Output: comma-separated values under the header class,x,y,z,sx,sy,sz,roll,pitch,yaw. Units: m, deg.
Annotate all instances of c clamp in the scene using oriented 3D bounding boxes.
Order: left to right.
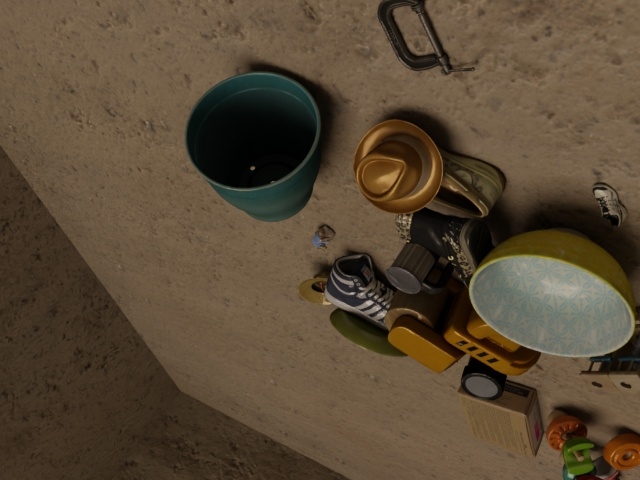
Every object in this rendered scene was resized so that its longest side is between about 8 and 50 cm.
class,x,y,z,sx,sy,sz,roll,pitch,yaw
c clamp,0.167,-0.336,1.080,0.137,0.022,0.160,2,137,52

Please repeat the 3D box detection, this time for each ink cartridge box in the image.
class,x,y,z,sx,sy,sz,roll,pitch,yaw
ink cartridge box,0.495,0.475,1.796,0.193,0.088,0.234,12,141,34

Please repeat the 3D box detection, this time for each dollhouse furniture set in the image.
class,x,y,z,sx,sy,sz,roll,pitch,yaw
dollhouse furniture set,0.566,0.196,1.289,0.183,0.129,0.129,46,149,-18

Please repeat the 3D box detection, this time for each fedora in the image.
class,x,y,z,sx,sy,sz,roll,pitch,yaw
fedora,0.128,-0.128,1.217,0.194,0.079,0.194,15,117,31

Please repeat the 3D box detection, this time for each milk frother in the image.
class,x,y,z,sx,sy,sz,roll,pitch,yaw
milk frother,0.228,0.030,1.408,0.129,0.134,0.143,23,147,22

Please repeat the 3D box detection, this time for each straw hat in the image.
class,x,y,z,sx,sy,sz,roll,pitch,yaw
straw hat,0.011,0.119,1.834,0.145,0.061,0.144,5,143,3

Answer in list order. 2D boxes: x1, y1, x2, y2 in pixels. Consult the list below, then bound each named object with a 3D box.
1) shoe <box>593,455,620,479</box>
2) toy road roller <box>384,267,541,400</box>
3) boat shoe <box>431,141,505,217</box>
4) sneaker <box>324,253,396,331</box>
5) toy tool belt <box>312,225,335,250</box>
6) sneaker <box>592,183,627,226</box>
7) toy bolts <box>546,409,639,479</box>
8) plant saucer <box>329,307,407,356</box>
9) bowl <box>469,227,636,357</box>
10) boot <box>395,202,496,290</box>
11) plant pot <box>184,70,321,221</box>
class,x,y,z,sx,sy,sz,roll,pitch,yaw
shoe,0.771,0.628,1.751,0.081,0.063,0.178,27,152,8
toy road roller,0.332,0.168,1.441,0.330,0.202,0.240,30,138,2
boat shoe,0.204,-0.128,1.258,0.285,0.089,0.104,21,146,26
sneaker,0.148,0.133,1.675,0.282,0.099,0.153,20,136,11
toy tool belt,0.000,0.000,1.689,0.052,0.051,0.083,37,151,0
sneaker,0.488,-0.058,1.110,0.083,0.037,0.032,46,151,-12
toy bolts,0.684,0.537,1.672,0.218,0.158,0.228,-8,117,0
plant saucer,0.143,0.228,1.741,0.241,0.241,0.037,26,108,18
bowl,0.436,0.069,1.211,0.290,0.156,0.289,21,146,14
boot,0.256,0.014,1.318,0.179,0.085,0.236,23,157,34
plant pot,-0.117,-0.170,1.393,0.272,0.271,0.255,27,163,18
